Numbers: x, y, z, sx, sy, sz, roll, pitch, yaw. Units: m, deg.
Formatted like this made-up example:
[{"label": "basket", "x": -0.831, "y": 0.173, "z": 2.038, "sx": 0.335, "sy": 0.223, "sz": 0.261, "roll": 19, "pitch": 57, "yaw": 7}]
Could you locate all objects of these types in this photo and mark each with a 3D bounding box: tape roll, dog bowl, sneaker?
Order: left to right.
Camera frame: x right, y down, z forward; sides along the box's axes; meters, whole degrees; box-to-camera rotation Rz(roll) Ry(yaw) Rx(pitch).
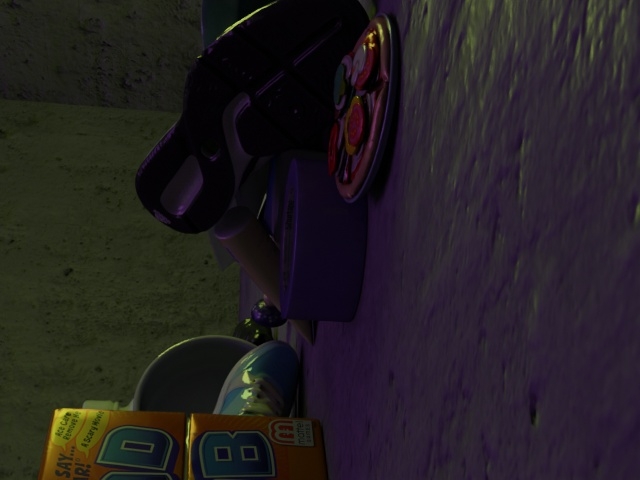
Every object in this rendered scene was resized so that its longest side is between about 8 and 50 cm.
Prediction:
[{"label": "dog bowl", "x": -0.177, "y": 0.297, "z": 1.794, "sx": 0.104, "sy": 0.264, "sz": 0.265, "roll": 99, "pitch": 171, "yaw": -56}, {"label": "sneaker", "x": -0.149, "y": 0.310, "z": 2.250, "sx": 0.130, "sy": 0.109, "sz": 0.286, "roll": -154, "pitch": 66, "yaw": -76}, {"label": "sneaker", "x": -0.085, "y": 0.272, "z": 1.618, "sx": 0.208, "sy": 0.127, "sz": 0.319, "roll": -30, "pitch": 27, "yaw": 56}, {"label": "sneaker", "x": -0.068, "y": -0.213, "z": 1.406, "sx": 0.447, "sy": 0.169, "sz": 0.257, "roll": -40, "pitch": 14, "yaw": 43}, {"label": "tape roll", "x": 0.000, "y": 0.000, "z": 1.259, "sx": 0.189, "sy": 0.080, "sz": 0.189, "roll": -176, "pitch": 90, "yaw": -82}]

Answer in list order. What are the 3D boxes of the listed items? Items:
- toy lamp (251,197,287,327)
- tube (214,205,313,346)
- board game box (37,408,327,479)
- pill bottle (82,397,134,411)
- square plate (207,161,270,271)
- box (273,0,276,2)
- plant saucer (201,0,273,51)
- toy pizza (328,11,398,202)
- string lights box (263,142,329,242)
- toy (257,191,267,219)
[{"label": "toy lamp", "x": -0.082, "y": 0.030, "z": 1.923, "sx": 0.080, "sy": 0.080, "sz": 0.275, "roll": -96, "pitch": 13, "yaw": -54}, {"label": "tube", "x": -0.066, "y": 0.048, "z": 1.543, "sx": 0.070, "sy": 0.062, "sz": 0.240, "roll": -53, "pitch": -48, "yaw": -21}, {"label": "board game box", "x": -0.180, "y": 0.466, "z": 1.355, "sx": 0.356, "sy": 0.356, "sz": 0.357, "roll": -100, "pitch": 15, "yaw": -61}, {"label": "pill bottle", "x": -0.249, "y": 0.382, "z": 1.937, "sx": 0.204, "sy": 0.361, "sz": 0.204, "roll": -177, "pitch": 90, "yaw": -83}, {"label": "square plate", "x": -0.121, "y": -0.171, "z": 1.779, "sx": 0.347, "sy": 0.049, "sz": 0.344, "roll": 81, "pitch": -158, "yaw": -59}, {"label": "box", "x": -0.016, "y": -0.429, "z": 1.568, "sx": 0.156, "sy": 0.093, "sz": 0.158, "roll": 120, "pitch": 152, "yaw": -75}, {"label": "plant saucer", "x": -0.083, "y": -0.313, "z": 1.661, "sx": 0.317, "sy": 0.043, "sz": 0.318, "roll": -1, "pitch": -90, "yaw": -64}, {"label": "toy pizza", "x": 0.038, "y": -0.140, "z": 1.126, "sx": 0.201, "sy": 0.032, "sz": 0.201, "roll": -172, "pitch": 90, "yaw": -79}, {"label": "string lights box", "x": -0.038, "y": -0.078, "z": 1.625, "sx": 0.260, "sy": 0.076, "sz": 0.133, "roll": -125, "pitch": 39, "yaw": -79}, {"label": "toy", "x": -0.117, "y": -0.074, "z": 2.367, "sx": 0.237, "sy": 0.056, "sz": 0.137, "roll": 115, "pitch": 162, "yaw": -59}]
